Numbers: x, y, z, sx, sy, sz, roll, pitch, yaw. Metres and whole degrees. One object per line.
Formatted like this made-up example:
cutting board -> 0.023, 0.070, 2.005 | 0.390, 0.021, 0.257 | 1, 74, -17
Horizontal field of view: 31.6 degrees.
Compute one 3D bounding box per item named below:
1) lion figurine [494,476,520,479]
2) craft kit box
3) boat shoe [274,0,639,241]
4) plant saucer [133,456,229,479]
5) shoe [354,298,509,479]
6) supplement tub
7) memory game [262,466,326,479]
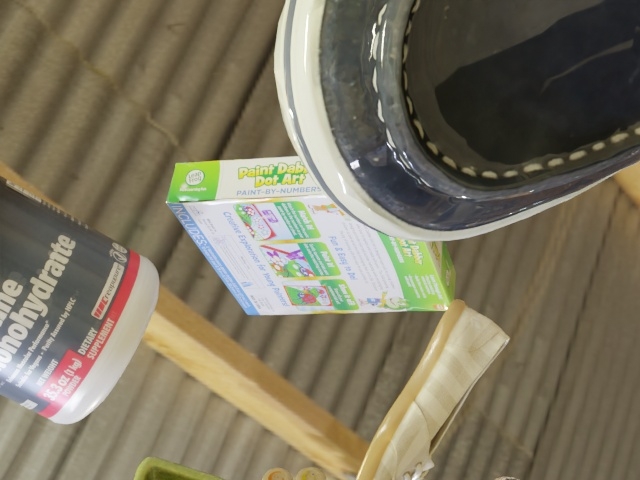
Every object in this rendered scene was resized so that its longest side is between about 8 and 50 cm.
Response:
lion figurine -> 0.070, 0.329, 0.876 | 0.142, 0.392, 0.240 | -81, -17, -68
craft kit box -> 0.000, 0.000, 1.190 | 0.250, 0.247, 0.061 | 62, -147, -55
boat shoe -> 0.208, -0.159, 0.412 | 0.500, 0.156, 0.186 | -30, -67, -7
plant saucer -> -0.037, 0.236, 0.613 | 0.188, 0.045, 0.188 | 19, -124, -8
shoe -> 0.086, 0.154, 0.948 | 0.219, 0.058, 0.076 | -59, -10, -10
supplement tub -> -0.317, 0.044, 1.120 | 0.272, 0.191, 0.191 | 31, -107, -17
memory game -> -0.029, 0.333, 1.274 | 0.186, 0.186, 0.012 | -40, -33, -32
